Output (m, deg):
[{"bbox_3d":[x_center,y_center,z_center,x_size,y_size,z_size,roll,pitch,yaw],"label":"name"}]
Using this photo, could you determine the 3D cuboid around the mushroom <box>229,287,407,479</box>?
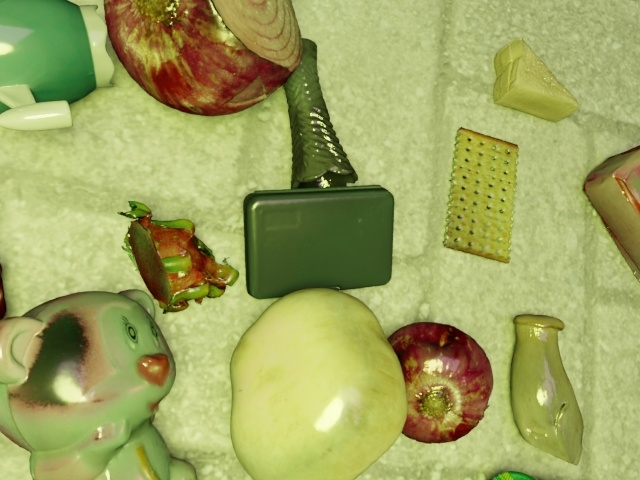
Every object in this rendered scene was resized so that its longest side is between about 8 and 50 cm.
[{"bbox_3d":[0.005,0.203,0.695,0.234,0.253,0.260,45,70,-44],"label":"mushroom"}]

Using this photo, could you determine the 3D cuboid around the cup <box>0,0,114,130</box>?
[{"bbox_3d":[-0.375,-0.250,0.698,0.173,0.168,0.300,-15,57,-25],"label":"cup"}]

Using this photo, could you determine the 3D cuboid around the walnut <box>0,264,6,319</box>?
[{"bbox_3d":[-0.501,0.106,0.568,0.268,0.222,0.244,1,110,-22],"label":"walnut"}]

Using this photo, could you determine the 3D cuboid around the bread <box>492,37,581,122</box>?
[{"bbox_3d":[0.406,-0.298,0.987,0.152,0.077,0.105,13,76,-15],"label":"bread"}]

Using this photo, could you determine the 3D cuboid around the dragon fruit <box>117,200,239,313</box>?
[{"bbox_3d":[-0.200,0.031,0.722,0.175,0.138,0.142,9,117,-44],"label":"dragon fruit"}]

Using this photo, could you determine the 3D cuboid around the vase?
[{"bbox_3d":[-0.019,-0.193,0.825,0.115,0.115,0.238,-9,78,-18],"label":"vase"}]

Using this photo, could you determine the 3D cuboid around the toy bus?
[{"bbox_3d":[0.632,-0.034,0.977,0.147,0.127,0.303,-35,92,-15],"label":"toy bus"}]

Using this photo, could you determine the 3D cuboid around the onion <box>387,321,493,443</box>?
[{"bbox_3d":[0.162,0.206,0.773,0.177,0.153,0.177,0,90,-15],"label":"onion"}]

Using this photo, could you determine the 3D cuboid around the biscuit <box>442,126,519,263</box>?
[{"bbox_3d":[0.288,-0.083,0.938,0.139,0.016,0.232,14,75,-14],"label":"biscuit"}]

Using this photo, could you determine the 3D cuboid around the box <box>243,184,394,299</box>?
[{"bbox_3d":[0.000,0.000,0.788,0.230,0.050,0.160,-5,105,-18],"label":"box"}]

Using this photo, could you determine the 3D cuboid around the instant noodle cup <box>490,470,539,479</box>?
[{"bbox_3d":[0.379,0.456,0.775,0.232,0.207,0.207,12,75,-23],"label":"instant noodle cup"}]

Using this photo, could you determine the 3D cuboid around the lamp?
[{"bbox_3d":[-0.283,0.212,0.621,0.247,0.247,0.301,-8,93,21],"label":"lamp"}]

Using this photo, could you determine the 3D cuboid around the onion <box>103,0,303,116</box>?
[{"bbox_3d":[-0.175,-0.298,0.737,0.230,0.272,0.256,-17,72,25],"label":"onion"}]

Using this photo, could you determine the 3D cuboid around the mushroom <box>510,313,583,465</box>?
[{"bbox_3d":[0.362,0.242,0.854,0.108,0.096,0.247,-8,77,7],"label":"mushroom"}]
